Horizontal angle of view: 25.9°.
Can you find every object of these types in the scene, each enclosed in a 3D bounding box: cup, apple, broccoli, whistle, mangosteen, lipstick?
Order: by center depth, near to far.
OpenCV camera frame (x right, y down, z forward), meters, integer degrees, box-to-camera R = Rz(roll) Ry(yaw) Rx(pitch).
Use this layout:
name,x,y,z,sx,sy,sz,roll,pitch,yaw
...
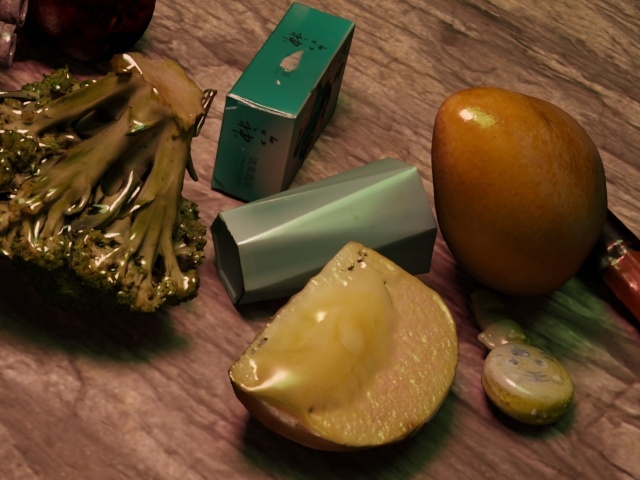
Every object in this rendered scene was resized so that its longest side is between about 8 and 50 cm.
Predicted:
name,x,y,z,sx,sy,sz,roll,pitch,yaw
apple,0.032,0.138,1.456,0.193,0.120,0.265,37,47,7
broccoli,-0.234,-0.074,1.502,0.321,0.283,0.304,43,27,-7
whistle,0.212,0.132,1.563,0.104,0.057,0.198,7,33,-24
cup,0.000,0.000,1.600,0.235,0.134,0.148,-16,75,-19
lipstick,0.388,0.062,1.668,0.077,0.077,0.418,-14,49,-28
mangosteen,-0.316,-0.331,1.835,0.209,0.210,0.210,8,41,-7

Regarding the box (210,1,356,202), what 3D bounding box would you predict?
name,x,y,z,sx,sy,sz,roll,pitch,yaw
box,-0.045,-0.173,1.755,0.092,0.153,0.245,20,42,8

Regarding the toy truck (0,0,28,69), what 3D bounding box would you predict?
name,x,y,z,sx,sy,sz,roll,pitch,yaw
toy truck,-0.457,-0.239,1.636,0.176,0.178,0.364,8,68,-5

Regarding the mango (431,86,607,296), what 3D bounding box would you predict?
name,x,y,z,sx,sy,sz,roll,pitch,yaw
mango,0.217,-0.060,1.562,0.198,0.384,0.222,-5,67,18
